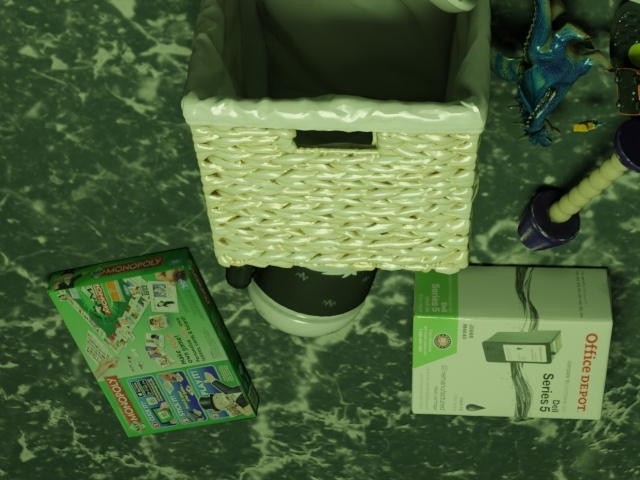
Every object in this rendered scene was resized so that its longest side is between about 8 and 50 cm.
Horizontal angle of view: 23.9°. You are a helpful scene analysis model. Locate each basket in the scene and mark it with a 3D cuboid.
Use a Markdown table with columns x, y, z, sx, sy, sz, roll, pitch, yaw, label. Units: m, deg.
| x | y | z | sx | sy | sz | roll | pitch | yaw | label |
| --- | --- | --- | --- | --- | --- | --- | --- | --- | --- |
| 0.028 | -0.165 | 1.761 | 0.328 | 0.331 | 0.266 | 2 | 136 | 4 | basket |

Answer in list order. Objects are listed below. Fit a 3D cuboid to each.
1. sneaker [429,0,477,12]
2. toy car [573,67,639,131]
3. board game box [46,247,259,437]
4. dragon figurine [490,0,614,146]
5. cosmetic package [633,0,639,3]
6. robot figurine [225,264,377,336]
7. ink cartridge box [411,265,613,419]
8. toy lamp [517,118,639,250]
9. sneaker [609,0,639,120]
| x | y | z | sx | sy | sz | roll | pitch | yaw | label |
| --- | --- | --- | --- | --- | --- | --- | --- | --- | --- |
| 0.057 | -0.342 | 1.644 | 0.281 | 0.105 | 0.115 | 39 | 142 | -10 | sneaker |
| 0.357 | -0.174 | 1.847 | 0.122 | 0.040 | 0.060 | -17 | 90 | 54 | toy car |
| -0.242 | 0.158 | 2.239 | 0.213 | 0.046 | 0.317 | -10 | 129 | 15 | board game box |
| 0.253 | -0.210 | 1.803 | 0.144 | 0.085 | 0.289 | -39 | 148 | 10 | dragon figurine |
| 0.276 | -0.437 | 1.644 | 0.377 | 0.097 | 0.284 | 18 | 133 | -9 | cosmetic package |
| -0.003 | -0.001 | 2.000 | 0.209 | 0.173 | 0.278 | 19 | 130 | 3 | robot figurine |
| 0.266 | 0.143 | 2.131 | 0.273 | 0.115 | 0.198 | 1 | 131 | 4 | ink cartridge box |
| 0.338 | -0.061 | 1.934 | 0.080 | 0.080 | 0.274 | 23 | 150 | -14 | toy lamp |
| 0.412 | -0.205 | 1.862 | 0.069 | 0.082 | 0.209 | -2 | 117 | 40 | sneaker |
